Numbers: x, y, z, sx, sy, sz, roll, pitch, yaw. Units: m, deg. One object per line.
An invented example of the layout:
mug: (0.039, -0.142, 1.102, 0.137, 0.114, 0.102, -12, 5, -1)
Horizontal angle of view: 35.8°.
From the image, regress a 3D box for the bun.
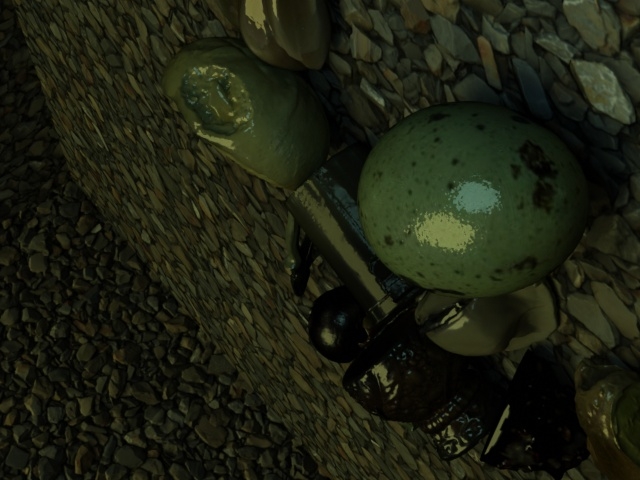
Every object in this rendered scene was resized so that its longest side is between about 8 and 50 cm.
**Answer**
bun: (-0.123, -0.268, 1.925, 0.364, 0.202, 0.364, 39, -170, -8)

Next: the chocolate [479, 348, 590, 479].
chocolate: (0.412, 0.339, 1.808, 0.177, 0.206, 0.224, 25, 113, 10)

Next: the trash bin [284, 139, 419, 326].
trash bin: (0.094, -0.015, 1.882, 0.301, 0.203, 0.252, 52, -166, 9)

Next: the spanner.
spanner: (-0.044, 0.019, 2.318, 0.040, 0.095, 0.325, 42, 146, 31)

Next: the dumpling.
dumpling: (0.283, 0.138, 1.731, 0.293, 0.163, 0.204, -30, 95, 46)

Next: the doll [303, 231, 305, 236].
doll: (0.000, 0.000, 2.356, 0.125, 0.027, 0.037, 32, 143, 46)

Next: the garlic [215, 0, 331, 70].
garlic: (-0.096, -0.438, 1.751, 0.279, 0.132, 0.325, 50, 156, 35)

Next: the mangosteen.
mangosteen: (0.084, 0.201, 2.298, 0.230, 0.194, 0.194, 18, 147, 16)

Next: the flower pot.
flower pot: (0.223, 0.291, 2.021, 0.267, 0.266, 0.266, 45, 160, -4)

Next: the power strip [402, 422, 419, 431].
power strip: (0.246, 0.369, 2.225, 0.061, 0.145, 0.216, 29, 148, 52)

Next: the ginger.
ginger: (0.497, 0.318, 1.627, 0.276, 0.130, 0.221, 59, 169, 5)

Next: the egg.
egg: (0.216, -0.060, 1.429, 0.379, 0.287, 0.288, -5, 119, 53)
